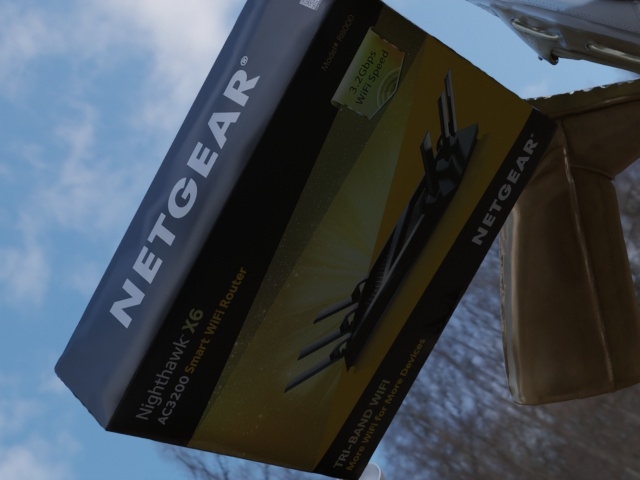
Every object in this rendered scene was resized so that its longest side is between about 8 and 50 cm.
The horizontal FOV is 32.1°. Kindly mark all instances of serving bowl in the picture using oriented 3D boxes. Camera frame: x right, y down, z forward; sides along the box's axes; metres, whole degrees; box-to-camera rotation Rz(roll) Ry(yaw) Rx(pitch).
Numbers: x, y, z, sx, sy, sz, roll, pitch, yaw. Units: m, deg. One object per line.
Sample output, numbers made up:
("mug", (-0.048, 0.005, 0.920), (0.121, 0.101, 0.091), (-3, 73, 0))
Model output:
("serving bowl", (0.039, 0.276, 1.180), (0.083, 0.083, 0.027), (-47, -72, -16))

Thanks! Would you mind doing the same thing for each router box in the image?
("router box", (0.000, 0.000, 0.756), (0.243, 0.081, 0.309), (22, -82, -44))

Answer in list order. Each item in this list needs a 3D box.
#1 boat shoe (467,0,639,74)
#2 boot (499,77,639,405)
("boat shoe", (0.181, -0.184, 0.836), (0.113, 0.302, 0.103), (-30, -62, -11))
("boot", (0.264, -0.005, 1.005), (0.236, 0.089, 0.270), (-10, -86, 2))
